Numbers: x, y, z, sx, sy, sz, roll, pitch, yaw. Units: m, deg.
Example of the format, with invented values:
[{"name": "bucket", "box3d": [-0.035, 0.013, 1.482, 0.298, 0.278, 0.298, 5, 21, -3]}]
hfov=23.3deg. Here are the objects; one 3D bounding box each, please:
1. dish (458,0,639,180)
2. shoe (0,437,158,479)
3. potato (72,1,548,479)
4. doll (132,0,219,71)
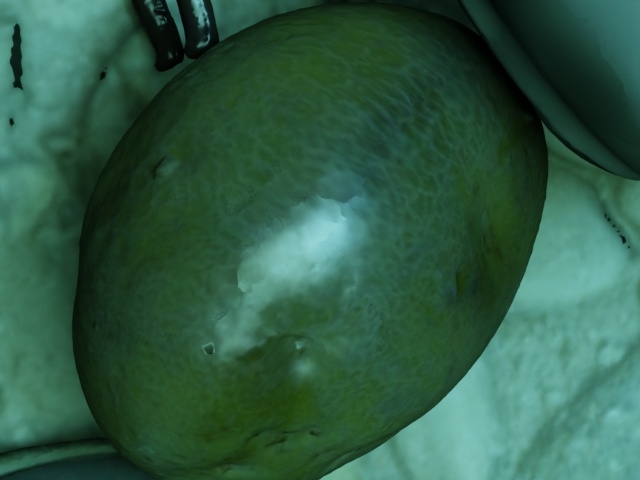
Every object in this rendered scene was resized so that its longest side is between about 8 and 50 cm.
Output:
[{"name": "dish", "box3d": [0.123, -0.122, 0.634, 0.124, 0.324, 0.324, -33, 115, 26]}, {"name": "shoe", "box3d": [-0.151, 0.196, 0.566, 0.336, 0.171, 0.132, -34, 108, -17]}, {"name": "potato", "box3d": [0.000, 0.000, 0.621, 0.235, 0.178, 0.160, -32, 74, -37]}, {"name": "doll", "box3d": [-0.102, -0.160, 0.615, 0.139, 0.057, 0.165, 8, 87, -23]}]
